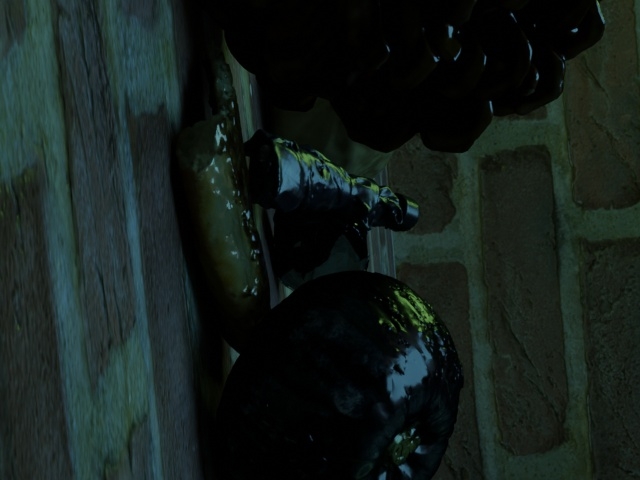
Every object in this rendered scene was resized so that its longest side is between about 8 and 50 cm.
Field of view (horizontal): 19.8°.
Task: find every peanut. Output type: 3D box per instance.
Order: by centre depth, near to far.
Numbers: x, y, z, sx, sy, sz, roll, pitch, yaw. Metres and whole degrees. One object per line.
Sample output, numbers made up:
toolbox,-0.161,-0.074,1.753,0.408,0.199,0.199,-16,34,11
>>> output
peanut,0.013,-0.128,2.045,0.143,0.159,0.291,41,-9,8

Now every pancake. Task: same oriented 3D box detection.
pancake,-0.086,-0.047,1.532,0.266,0.057,0.244,84,-4,-61

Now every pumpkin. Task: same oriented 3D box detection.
pumpkin,0.015,0.136,1.518,0.233,0.163,0.233,-40,147,-33

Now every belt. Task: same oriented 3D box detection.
belt,0.000,0.000,1.945,0.140,0.105,0.058,101,-6,-49

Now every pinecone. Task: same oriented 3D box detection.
pinecone,0.068,-0.285,1.586,0.398,0.398,0.397,-4,90,-84

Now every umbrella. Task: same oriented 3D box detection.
umbrella,0.010,-0.051,1.846,0.224,0.071,0.080,16,68,-42
